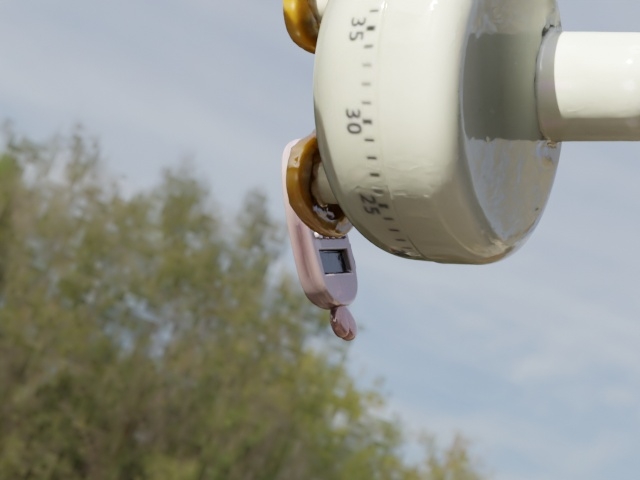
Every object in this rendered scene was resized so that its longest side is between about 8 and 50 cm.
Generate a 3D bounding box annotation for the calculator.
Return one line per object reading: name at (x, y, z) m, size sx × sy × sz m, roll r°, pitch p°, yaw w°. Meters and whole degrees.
calculator at (0.000, 0.000, 1.466) m, size 0.024 × 0.166 × 0.103 m, roll -14°, pitch -5°, yaw 18°

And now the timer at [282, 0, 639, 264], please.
timer at (0.107, -0.098, 1.211) m, size 0.240 × 0.233 × 0.233 m, roll 3°, pitch -21°, yaw 26°
